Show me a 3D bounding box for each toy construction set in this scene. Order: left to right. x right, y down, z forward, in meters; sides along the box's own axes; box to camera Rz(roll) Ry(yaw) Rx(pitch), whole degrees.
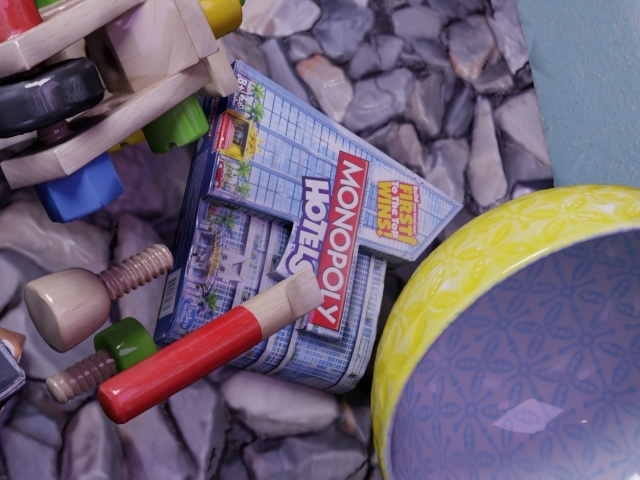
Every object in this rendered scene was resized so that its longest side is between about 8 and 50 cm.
[{"bbox_3d":[-0.099,-0.079,0.661,0.237,0.257,0.309,-28,82,-31],"label":"toy construction set"}]

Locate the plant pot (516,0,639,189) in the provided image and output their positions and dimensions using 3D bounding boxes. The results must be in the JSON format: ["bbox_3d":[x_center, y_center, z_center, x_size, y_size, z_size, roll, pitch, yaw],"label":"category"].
[{"bbox_3d":[0.346,-0.135,0.917,0.247,0.252,0.247,-5,79,-29],"label":"plant pot"}]

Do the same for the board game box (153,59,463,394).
[{"bbox_3d":[0.000,0.000,0.812,0.194,0.060,0.194,17,70,-22],"label":"board game box"}]

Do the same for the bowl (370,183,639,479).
[{"bbox_3d":[0.155,0.067,0.803,0.289,0.289,0.156,11,29,-25],"label":"bowl"}]

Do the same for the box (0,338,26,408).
[{"bbox_3d":[-0.352,0.050,0.536,0.294,0.183,0.296,-37,90,-29],"label":"box"}]

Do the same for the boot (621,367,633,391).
[{"bbox_3d":[0.267,0.143,0.923,0.114,0.037,0.106,10,86,-44],"label":"boot"}]

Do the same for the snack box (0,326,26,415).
[{"bbox_3d":[-0.231,0.130,0.679,0.064,0.022,0.178,22,68,-19],"label":"snack box"}]
